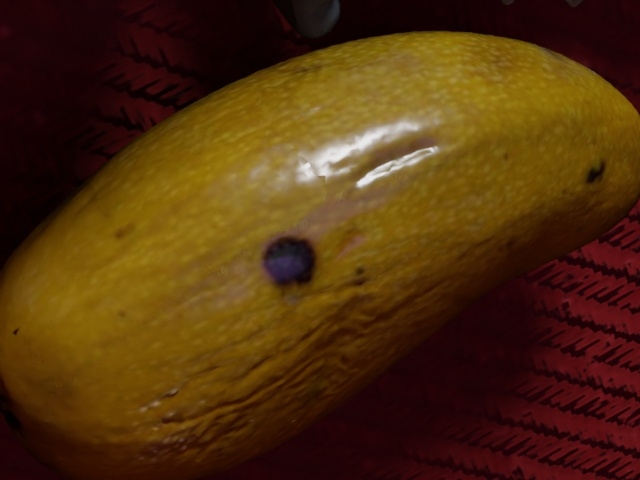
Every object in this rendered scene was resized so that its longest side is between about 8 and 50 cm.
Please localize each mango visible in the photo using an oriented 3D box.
[{"bbox_3d":[-0.004,-0.004,0.781,0.295,0.120,0.177,-30,155,-10],"label":"mango"}]

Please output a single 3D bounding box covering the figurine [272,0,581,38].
[{"bbox_3d":[0.138,-0.217,0.764,0.387,0.166,0.207,-28,83,-5],"label":"figurine"}]
